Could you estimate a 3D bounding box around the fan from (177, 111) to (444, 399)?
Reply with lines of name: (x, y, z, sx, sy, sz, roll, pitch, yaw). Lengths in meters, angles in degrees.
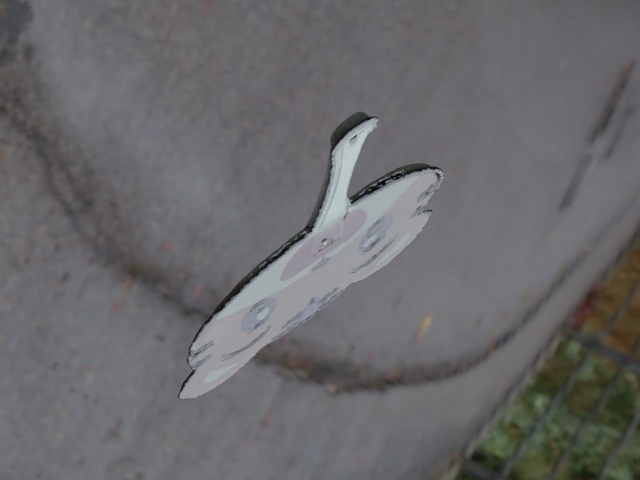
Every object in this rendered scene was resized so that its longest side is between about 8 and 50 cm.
fan: (0.000, 0.000, 0.719, 0.152, 0.008, 0.227, -34, 165, -16)
